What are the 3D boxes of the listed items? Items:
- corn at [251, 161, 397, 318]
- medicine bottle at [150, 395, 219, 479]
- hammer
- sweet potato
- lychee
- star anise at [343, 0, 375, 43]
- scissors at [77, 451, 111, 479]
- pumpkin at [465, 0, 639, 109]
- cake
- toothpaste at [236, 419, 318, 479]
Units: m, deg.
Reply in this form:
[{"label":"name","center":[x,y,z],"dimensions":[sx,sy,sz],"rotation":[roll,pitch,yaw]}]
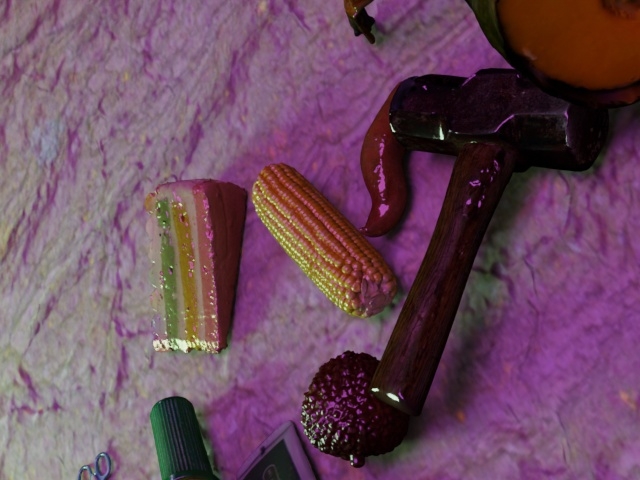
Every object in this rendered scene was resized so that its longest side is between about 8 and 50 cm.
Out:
[{"label":"corn","center":[0.000,0.000,1.950],"dimensions":[0.081,0.081,0.248],"rotation":[-50,49,8]},{"label":"medicine bottle","center":[-0.143,0.318,1.919],"dimensions":[0.111,0.076,0.309],"rotation":[-32,54,20]},{"label":"hammer","center":[0.146,0.001,1.800],"dimensions":[0.243,0.095,0.408],"rotation":[7,67,38]},{"label":"sweet potato","center":[0.076,-0.095,1.953],"dimensions":[0.058,0.055,0.202],"rotation":[-18,59,51]},{"label":"lychee","center":[0.035,0.183,1.813],"dimensions":[0.123,0.123,0.129],"rotation":[-38,56,18]},{"label":"star anise","center":[0.139,-0.336,1.942],"dimensions":[0.346,0.237,0.148],"rotation":[-33,22,48]},{"label":"scissors","center":[-0.273,0.320,2.061],"dimensions":[0.058,0.014,0.119],"rotation":[-38,48,19]},{"label":"pumpkin","center":[0.289,-0.283,1.698],"dimensions":[0.225,0.303,0.256],"rotation":[-98,30,-44]},{"label":"cake","center":[-0.165,0.028,2.064],"dimensions":[0.109,0.090,0.225],"rotation":[-7,67,32]},{"label":"toothpaste","center":[-0.003,0.347,1.795],"dimensions":[0.099,0.061,0.392],"rotation":[-46,38,12]}]
